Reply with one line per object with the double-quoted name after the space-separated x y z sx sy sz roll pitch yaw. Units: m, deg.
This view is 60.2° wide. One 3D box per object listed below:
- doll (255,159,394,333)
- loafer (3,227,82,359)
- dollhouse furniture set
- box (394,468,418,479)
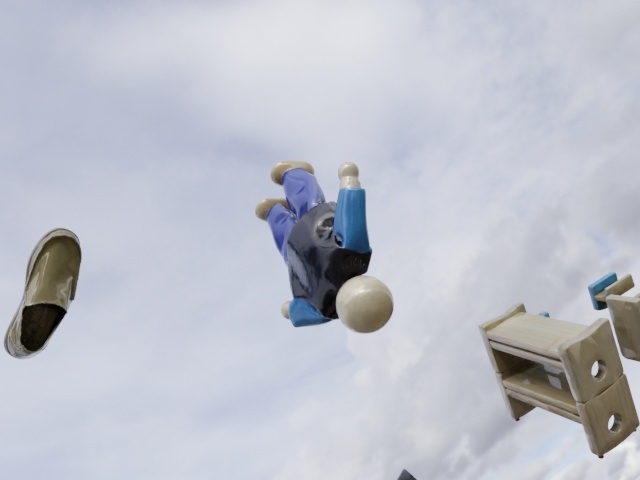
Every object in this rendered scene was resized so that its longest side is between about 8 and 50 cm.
0.000 0.000 0.410 0.046 0.189 0.129 13 -65 -29 "doll"
-0.293 0.059 0.598 0.056 0.050 0.148 21 -101 -43 "loafer"
0.307 0.123 0.623 0.183 0.129 0.129 -25 -78 -21 "dollhouse furniture set"
0.030 0.372 0.616 0.191 0.045 0.184 -59 -15 24 "box"
